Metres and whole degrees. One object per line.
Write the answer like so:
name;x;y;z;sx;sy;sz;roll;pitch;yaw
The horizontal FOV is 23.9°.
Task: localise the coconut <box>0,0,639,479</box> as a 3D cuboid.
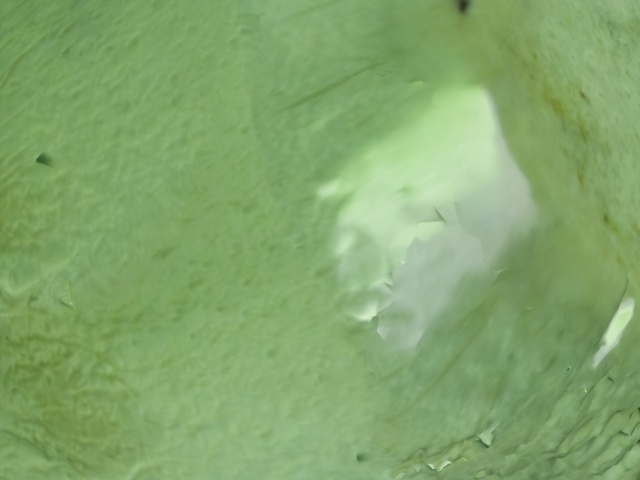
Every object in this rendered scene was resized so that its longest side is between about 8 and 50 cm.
coconut;0.000;0.000;0.470;0.245;0.247;0.245;28;48;-37
